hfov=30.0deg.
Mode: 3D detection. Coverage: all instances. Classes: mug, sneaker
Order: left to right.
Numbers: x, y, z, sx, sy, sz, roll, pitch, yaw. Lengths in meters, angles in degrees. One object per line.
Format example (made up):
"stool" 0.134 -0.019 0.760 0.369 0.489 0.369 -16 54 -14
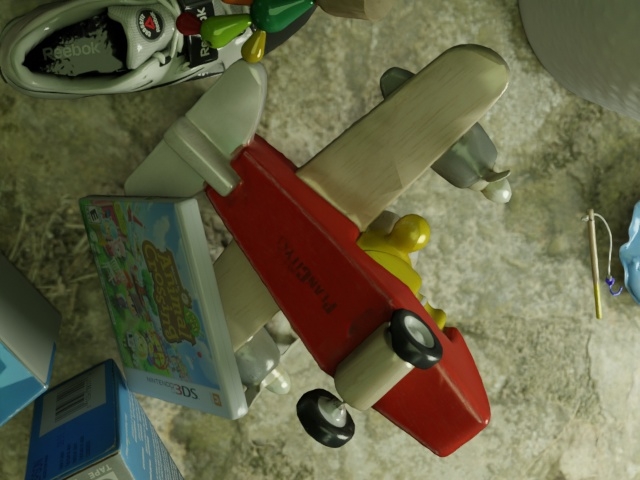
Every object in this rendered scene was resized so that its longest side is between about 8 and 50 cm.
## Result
"sneaker" -0.145 -0.200 1.142 0.330 0.146 0.122 -20 105 -7
"mug" 0.400 -0.274 1.121 0.276 0.328 0.374 38 95 -17

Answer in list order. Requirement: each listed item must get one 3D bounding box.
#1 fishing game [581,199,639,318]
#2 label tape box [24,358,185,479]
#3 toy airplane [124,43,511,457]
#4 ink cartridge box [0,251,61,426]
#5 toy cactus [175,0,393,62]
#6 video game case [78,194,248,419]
"fishing game" 0.418 -0.001 1.352 0.264 0.041 0.189 -20 115 -10
"label tape box" -0.173 0.317 1.223 0.106 0.240 0.334 -28 108 -2
"toy airplane" 0.000 0.000 1.187 0.386 0.272 0.384 4 95 27
"ink cartridge box" -0.411 0.157 1.146 0.307 0.223 0.129 -39 107 2
"toy cactus" -0.007 -0.226 1.074 0.219 0.180 0.112 -33 131 -24
"video game case" -0.156 0.060 1.155 0.023 0.193 0.212 -22 106 -36
